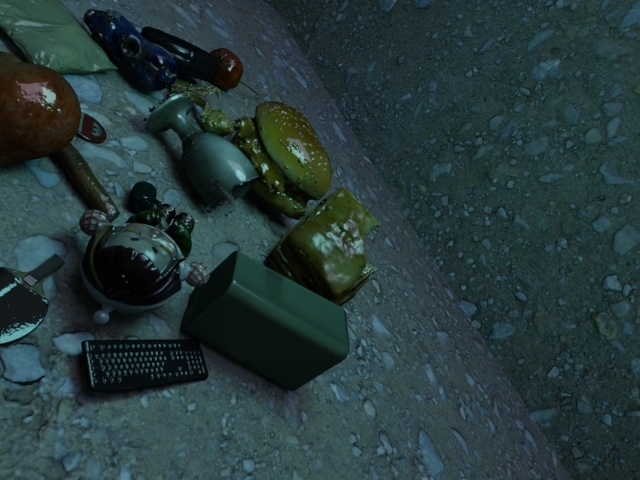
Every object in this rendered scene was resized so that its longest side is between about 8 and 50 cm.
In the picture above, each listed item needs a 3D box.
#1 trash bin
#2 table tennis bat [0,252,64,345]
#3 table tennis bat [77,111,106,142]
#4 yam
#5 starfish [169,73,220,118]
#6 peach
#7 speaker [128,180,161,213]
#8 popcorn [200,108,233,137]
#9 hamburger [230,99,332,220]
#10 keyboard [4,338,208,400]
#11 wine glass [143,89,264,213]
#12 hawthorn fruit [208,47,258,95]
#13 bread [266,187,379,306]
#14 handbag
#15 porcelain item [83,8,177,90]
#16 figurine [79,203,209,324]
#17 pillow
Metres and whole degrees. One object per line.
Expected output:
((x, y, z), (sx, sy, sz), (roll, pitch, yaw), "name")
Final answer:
((-0.129, 0.195, 1.039), (0.343, 0.223, 0.158), (36, 30, -25), "trash bin")
((-0.525, 0.091, 0.737), (0.130, 0.019, 0.220), (46, 28, -16), "table tennis bat")
((-0.618, -0.302, 1.083), (0.154, 0.019, 0.098), (31, 33, -43), "table tennis bat")
((-0.540, -0.142, 0.971), (0.241, 0.056, 0.057), (55, 26, 1), "yam")
((-0.502, -0.545, 1.531), (0.302, 0.060, 0.299), (36, 34, -3), "starfish")
((-0.610, -0.249, 0.850), (0.232, 0.232, 0.233), (39, 29, -26), "peach")
((-0.442, -0.096, 1.082), (0.075, 0.060, 0.095), (-99, 177, -45), "speaker")
((-0.372, -0.423, 1.552), (0.089, 0.109, 0.097), (91, 10, -68), "popcorn")
((-0.163, -0.307, 1.482), (0.286, 0.268, 0.446), (0, 59, -54), "hamburger")
((-0.363, 0.231, 0.800), (0.381, 0.041, 0.104), (12, 47, -54), "keyboard")
((-0.345, -0.256, 1.280), (0.357, 0.190, 0.190), (52, 26, -4), "wine glass")
((-0.375, -0.721, 1.869), (0.165, 0.165, 0.285), (61, 21, 17), "hawthorn fruit")
((0.042, 0.035, 1.351), (0.314, 0.370, 0.191), (50, -16, 3), "bread")
((-0.518, -0.684, 1.565), (0.253, 0.093, 0.308), (37, 21, 18), "handbag")
((-0.576, -0.591, 1.316), (0.288, 0.138, 0.186), (41, 3, -19), "porcelain item")
((-0.373, 0.027, 0.917), (0.281, 0.167, 0.370), (29, 23, -13), "figurine")
((-0.735, -0.568, 1.154), (0.281, 0.076, 0.274), (49, 27, -7), "pillow")
